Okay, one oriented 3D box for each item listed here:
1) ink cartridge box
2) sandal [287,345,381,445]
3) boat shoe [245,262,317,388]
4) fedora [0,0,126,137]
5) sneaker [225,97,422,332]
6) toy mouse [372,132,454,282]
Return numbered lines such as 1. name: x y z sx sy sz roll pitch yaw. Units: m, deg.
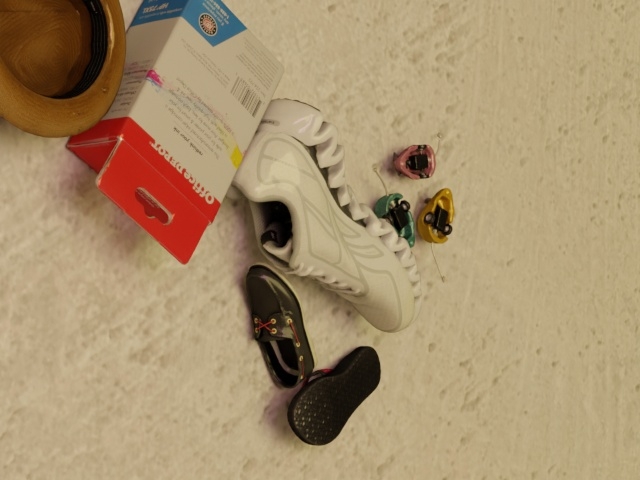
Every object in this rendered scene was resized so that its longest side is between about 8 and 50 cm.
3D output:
1. ink cartridge box: -0.138 -0.104 1.561 0.134 0.078 0.231 45 57 -35
2. sandal: 0.008 0.158 1.739 0.179 0.040 0.067 -33 118 -58
3. boat shoe: -0.042 0.083 1.675 0.042 0.049 0.133 -49 126 -46
4. fedora: -0.249 -0.174 1.445 0.194 0.079 0.194 5 84 -53
5. sneaker: 0.000 0.000 1.678 0.292 0.110 0.118 54 54 -33
6. toy mouse: 0.090 -0.050 1.837 0.143 0.031 0.161 23 71 -44
